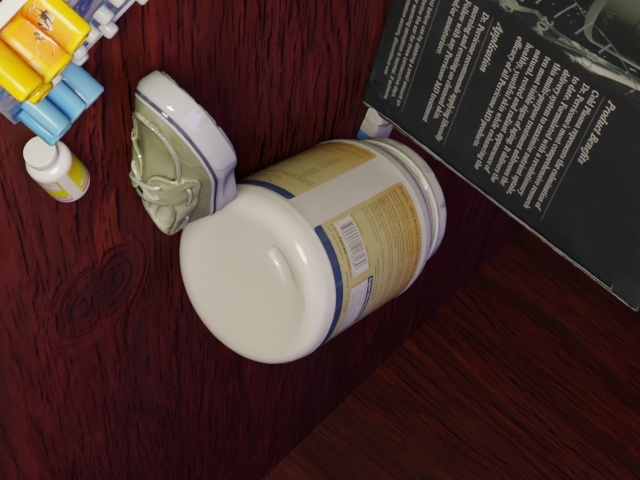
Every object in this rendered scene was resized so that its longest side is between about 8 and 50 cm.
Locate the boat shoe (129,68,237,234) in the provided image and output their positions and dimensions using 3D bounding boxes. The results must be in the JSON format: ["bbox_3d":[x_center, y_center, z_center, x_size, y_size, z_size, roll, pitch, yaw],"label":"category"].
[{"bbox_3d":[-0.148,-0.075,1.290,0.094,0.109,0.302,-44,165,-10],"label":"boat shoe"}]

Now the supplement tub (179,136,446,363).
[{"bbox_3d":[0.000,0.000,1.596,0.316,0.228,0.228,-28,153,-48],"label":"supplement tub"}]

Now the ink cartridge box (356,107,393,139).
[{"bbox_3d":[0.088,-0.178,1.772,0.048,0.028,0.083,-33,156,-43],"label":"ink cartridge box"}]

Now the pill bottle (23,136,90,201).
[{"bbox_3d":[-0.247,-0.068,1.163,0.043,0.043,0.083,-47,163,-8],"label":"pill bottle"}]

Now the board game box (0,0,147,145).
[{"bbox_3d":[-0.095,-0.231,0.919,0.390,0.050,0.390,-47,-173,-6],"label":"board game box"}]

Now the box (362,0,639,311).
[{"bbox_3d":[0.400,-0.247,1.648,0.480,0.472,0.297,-38,159,-34],"label":"box"}]
